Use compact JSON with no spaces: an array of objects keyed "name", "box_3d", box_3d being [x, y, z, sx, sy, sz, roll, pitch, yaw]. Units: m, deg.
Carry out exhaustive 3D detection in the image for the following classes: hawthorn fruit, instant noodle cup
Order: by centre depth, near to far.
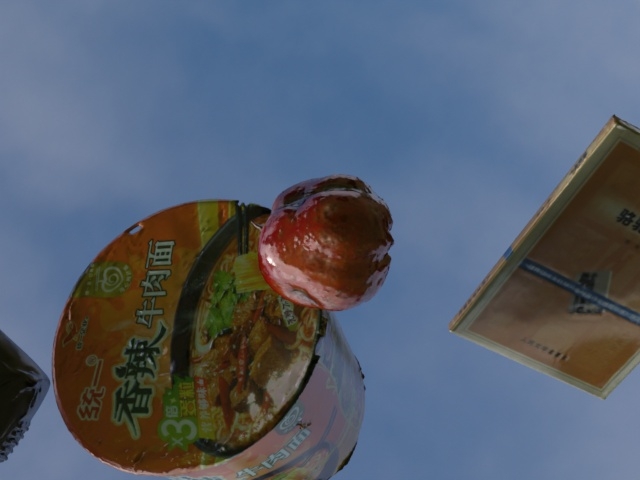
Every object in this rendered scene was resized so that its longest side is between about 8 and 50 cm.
[{"name":"hawthorn fruit","box_3d":[0.000,0.000,0.815,0.093,0.093,0.093,12,-117,-25]},{"name":"instant noodle cup","box_3d":[-0.073,0.108,1.051,0.182,0.230,0.230,54,-142,-54]}]

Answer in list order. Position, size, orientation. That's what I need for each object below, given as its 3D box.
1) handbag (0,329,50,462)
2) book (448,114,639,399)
[{"name":"handbag","box_3d":[-0.392,0.155,1.101,0.244,0.088,0.275,37,-92,6]},{"name":"book","box_3d":[0.242,0.024,1.091,0.170,0.241,0.018,24,-148,-17]}]
